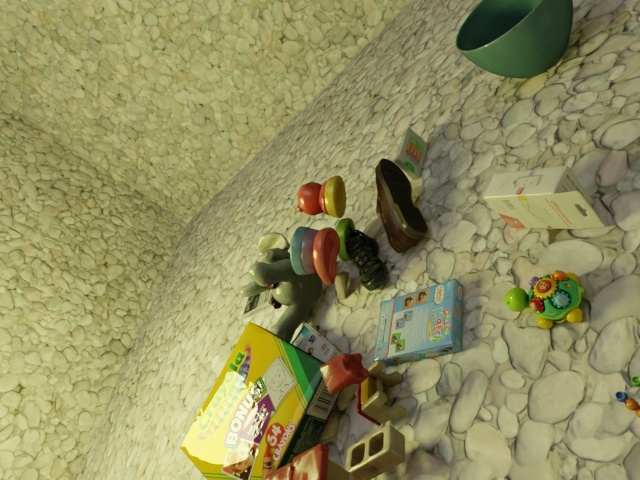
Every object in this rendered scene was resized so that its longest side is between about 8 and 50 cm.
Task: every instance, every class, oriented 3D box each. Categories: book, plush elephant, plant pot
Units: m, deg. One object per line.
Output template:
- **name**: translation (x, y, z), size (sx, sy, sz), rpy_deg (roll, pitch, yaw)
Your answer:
- **book**: translation (0.280, -0.271, 1.391), size (0.035, 0.096, 0.144), rpy_deg (-21, 40, 48)
- **plush elephant**: translation (-0.135, 0.127, 1.417), size (0.255, 0.272, 0.330), rpy_deg (2, 29, 44)
- **plant pot**: translation (0.540, -0.551, 1.190), size (0.290, 0.195, 0.290), rpy_deg (-40, 28, 27)

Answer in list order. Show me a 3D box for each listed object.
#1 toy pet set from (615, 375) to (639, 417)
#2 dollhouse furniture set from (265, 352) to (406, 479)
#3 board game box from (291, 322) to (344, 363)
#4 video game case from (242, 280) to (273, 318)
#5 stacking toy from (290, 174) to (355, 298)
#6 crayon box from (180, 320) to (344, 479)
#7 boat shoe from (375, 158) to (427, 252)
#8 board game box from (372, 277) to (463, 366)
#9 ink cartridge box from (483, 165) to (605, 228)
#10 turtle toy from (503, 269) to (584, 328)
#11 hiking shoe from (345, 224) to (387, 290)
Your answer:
- **toy pet set**: translation (0.451, 0.183, 0.569), size (0.122, 0.065, 0.114), rpy_deg (-50, 26, 8)
- **dollhouse furniture set**: translation (0.037, 0.375, 0.818), size (0.152, 0.201, 0.374), rpy_deg (-43, 18, 27)
- **board game box**: translation (-0.072, 0.390, 1.203), size (0.305, 0.053, 0.193), rpy_deg (-56, 27, -5)
- **video game case**: translation (-0.226, 0.197, 1.745), size (0.173, 0.022, 0.190), rpy_deg (-31, 34, 38)
- **stacking toy**: translation (0.000, 0.000, 1.290), size (0.130, 0.279, 0.309), rpy_deg (0, 53, 20)
- **crayon box**: translation (-0.145, 0.422, 1.089), size (0.313, 0.106, 0.363), rpy_deg (16, 73, 44)
- **boat shoe**: translation (0.198, -0.104, 1.261), size (0.104, 0.110, 0.307), rpy_deg (-53, 32, 39)
- **board game box**: translation (0.215, 0.186, 0.994), size (0.211, 0.039, 0.160), rpy_deg (-28, 35, 43)
- **ink cartridge box**: translation (0.437, -0.080, 0.867), size (0.198, 0.115, 0.067), rpy_deg (5, 62, 60)
- **turtle toy**: translation (0.388, 0.098, 0.780), size (0.130, 0.066, 0.095), rpy_deg (-27, 36, 43)
- **hiking shoe**: translation (0.113, 0.049, 1.250), size (0.086, 0.114, 0.227), rpy_deg (-44, 27, 20)
